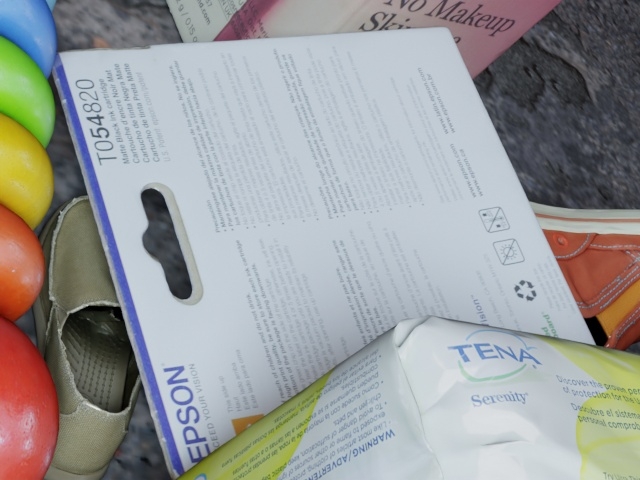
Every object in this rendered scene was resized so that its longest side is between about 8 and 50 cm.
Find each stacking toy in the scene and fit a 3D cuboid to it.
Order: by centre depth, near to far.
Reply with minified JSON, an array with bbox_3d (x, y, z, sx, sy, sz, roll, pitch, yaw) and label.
[{"bbox_3d":[-0.160,-0.045,0.478,0.141,0.141,0.330,13,54,-39],"label":"stacking toy"}]

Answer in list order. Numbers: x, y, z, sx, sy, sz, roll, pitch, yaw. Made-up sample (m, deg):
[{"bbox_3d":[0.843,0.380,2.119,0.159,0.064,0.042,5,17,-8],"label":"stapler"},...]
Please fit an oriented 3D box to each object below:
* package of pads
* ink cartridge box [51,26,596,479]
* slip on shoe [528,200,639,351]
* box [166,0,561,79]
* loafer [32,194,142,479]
[{"bbox_3d":[0.077,0.134,0.479,0.296,0.229,0.101,12,51,-39],"label":"package of pads"},{"bbox_3d":[0.000,0.000,0.575,0.224,0.045,0.223,-7,63,-26],"label":"ink cartridge box"},{"bbox_3d":[0.152,0.039,0.738,0.331,0.123,0.101,7,61,-36],"label":"slip on shoe"},{"bbox_3d":[0.042,-0.166,0.697,0.149,0.232,0.127,0,58,-45],"label":"box"},{"bbox_3d":[-0.096,0.036,0.532,0.056,0.050,0.148,22,45,-33],"label":"loafer"}]
